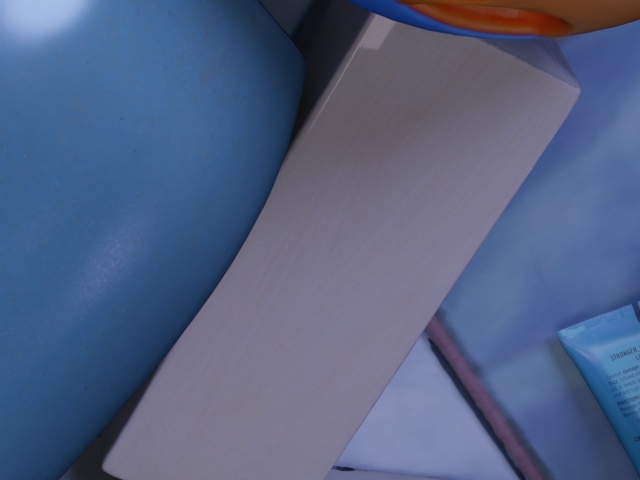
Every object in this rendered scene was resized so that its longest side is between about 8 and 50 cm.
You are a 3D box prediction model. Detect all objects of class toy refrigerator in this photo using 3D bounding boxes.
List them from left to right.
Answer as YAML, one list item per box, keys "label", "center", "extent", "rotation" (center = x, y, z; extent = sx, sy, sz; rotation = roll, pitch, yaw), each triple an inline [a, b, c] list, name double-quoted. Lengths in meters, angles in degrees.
- label: "toy refrigerator"
  center: [0.000, 0.000, 0.791]
  extent: [0.102, 0.094, 0.269]
  rotation: [23, 115, -18]

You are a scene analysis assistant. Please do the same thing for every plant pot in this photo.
- label: "plant pot"
  center: [-0.149, -0.057, 0.667]
  extent: [0.235, 0.293, 0.293]
  rotation: [-44, 109, 1]

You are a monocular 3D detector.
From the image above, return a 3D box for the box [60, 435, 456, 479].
- label: "box"
  center: [-0.032, 0.179, 0.875]
  extent: [0.275, 0.094, 0.113]
  rotation: [9, 115, -3]

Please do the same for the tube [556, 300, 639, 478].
- label: "tube"
  center: [0.199, 0.120, 0.873]
  extent: [0.080, 0.052, 0.207]
  rotation: [-24, 108, 7]

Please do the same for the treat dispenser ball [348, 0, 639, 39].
- label: "treat dispenser ball"
  center: [0.069, -0.213, 0.575]
  extent: [0.288, 0.288, 0.288]
  rotation: [0, 116, 0]
